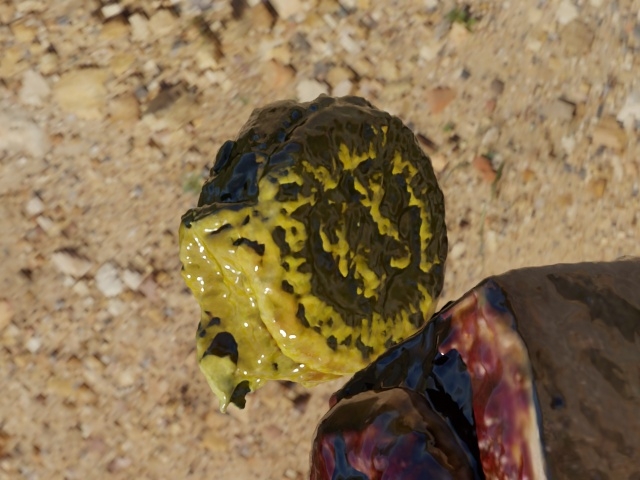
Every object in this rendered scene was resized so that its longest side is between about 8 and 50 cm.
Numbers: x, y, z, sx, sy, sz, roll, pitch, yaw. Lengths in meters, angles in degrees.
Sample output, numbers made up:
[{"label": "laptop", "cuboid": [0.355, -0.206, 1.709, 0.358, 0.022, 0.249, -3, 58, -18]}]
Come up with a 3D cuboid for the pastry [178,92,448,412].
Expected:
[{"label": "pastry", "cuboid": [0.000, 0.000, 1.207, 0.132, 0.235, 0.240, -11, 93, 41]}]

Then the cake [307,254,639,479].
[{"label": "cake", "cuboid": [0.132, 0.117, 0.770, 0.198, 0.293, 0.196, -43, 54, 50]}]
